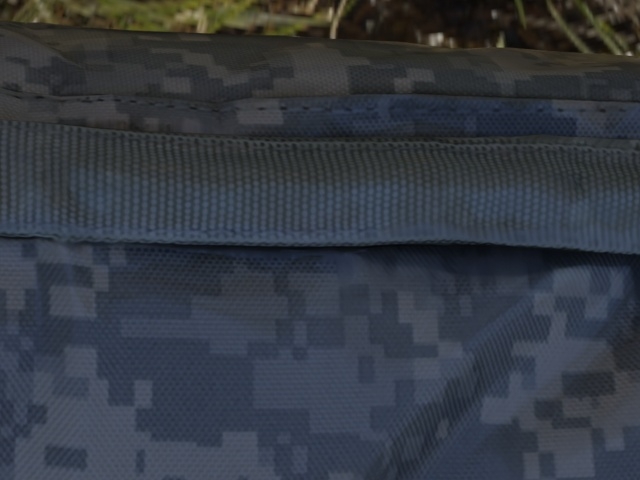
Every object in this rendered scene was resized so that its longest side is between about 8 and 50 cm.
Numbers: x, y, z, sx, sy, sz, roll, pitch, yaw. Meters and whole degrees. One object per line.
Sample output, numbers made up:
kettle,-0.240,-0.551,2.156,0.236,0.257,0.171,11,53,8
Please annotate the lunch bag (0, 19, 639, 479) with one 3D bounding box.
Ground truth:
lunch bag,-0.002,0.056,0.454,0.305,0.213,0.256,2,147,-14
